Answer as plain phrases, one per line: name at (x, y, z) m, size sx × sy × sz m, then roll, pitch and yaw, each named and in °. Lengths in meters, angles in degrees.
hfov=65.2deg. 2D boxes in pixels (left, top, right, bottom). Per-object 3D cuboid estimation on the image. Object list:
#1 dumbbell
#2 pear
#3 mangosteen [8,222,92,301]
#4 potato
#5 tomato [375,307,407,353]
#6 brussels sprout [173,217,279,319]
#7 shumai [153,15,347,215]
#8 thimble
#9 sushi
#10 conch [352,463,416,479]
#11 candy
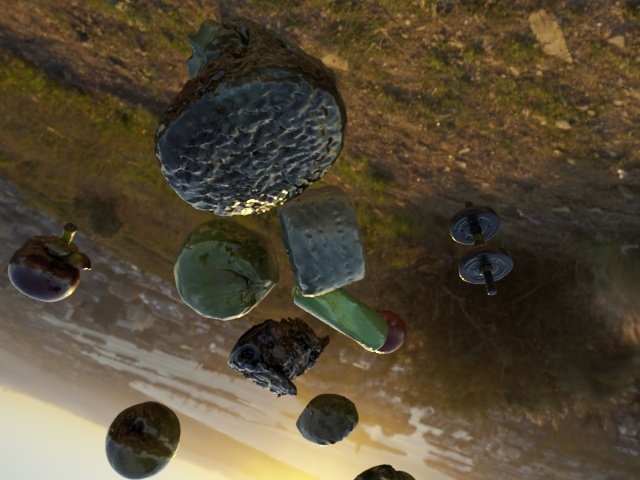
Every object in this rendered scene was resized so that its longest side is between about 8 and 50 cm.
dumbbell at (0.442, 0.012, 1.391) m, size 0.143 × 0.326 × 0.143 m, roll 0°, pitch 140°, yaw 0°
pear at (-0.391, 0.439, 1.109) m, size 0.167 × 0.167 × 0.137 m, roll 10°, pitch 130°, yaw 25°
mangosteen at (-0.617, 0.049, 1.151) m, size 0.155 × 0.182 × 0.145 m, roll 30°, pitch 157°, yaw -31°
potato at (0.014, 0.651, 1.815) m, size 0.141 × 0.176 × 0.298 m, roll 5°, pitch 149°, yaw -46°
tomato at (0.255, 0.350, 1.935) m, size 0.167 × 0.167 × 0.167 m, roll 18°, pitch 154°, yaw 9°
brussels sprout at (-0.295, 0.080, 1.531) m, size 0.327 × 0.328 × 0.247 m, roll 19°, pitch -164°, yaw 7°
shumai at (-0.151, -0.282, 0.992) m, size 0.394 × 0.349 × 0.395 m, roll -15°, pitch 157°, yaw -7°
thimble at (0.000, 0.000, 1.383) m, size 0.195 × 0.292 × 0.292 m, roll -14°, pitch 153°, yaw -7°
sushi at (-0.100, 0.289, 1.306) m, size 0.199 × 0.204 × 0.213 m, roll 4°, pitch 143°, yaw 41°
conch at (0.173, 0.621, 1.204) m, size 0.124 × 0.181 × 0.188 m, roll 31°, pitch 133°, yaw 48°
candy at (0.062, 0.227, 1.623) m, size 0.343 × 0.132 × 0.142 m, roll 36°, pitch 148°, yaw -11°
